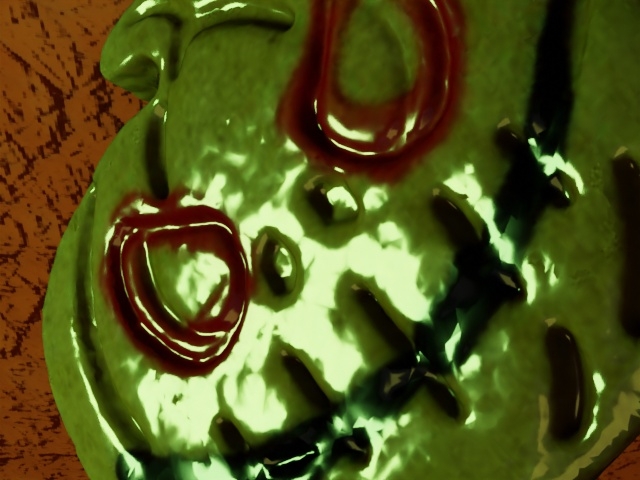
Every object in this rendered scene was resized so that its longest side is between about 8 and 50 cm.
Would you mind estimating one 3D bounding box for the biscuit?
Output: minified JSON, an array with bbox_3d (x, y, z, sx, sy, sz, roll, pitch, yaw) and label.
[{"bbox_3d":[-0.001,0.000,0.650,0.367,0.314,0.063,-47,158,28],"label":"biscuit"}]
